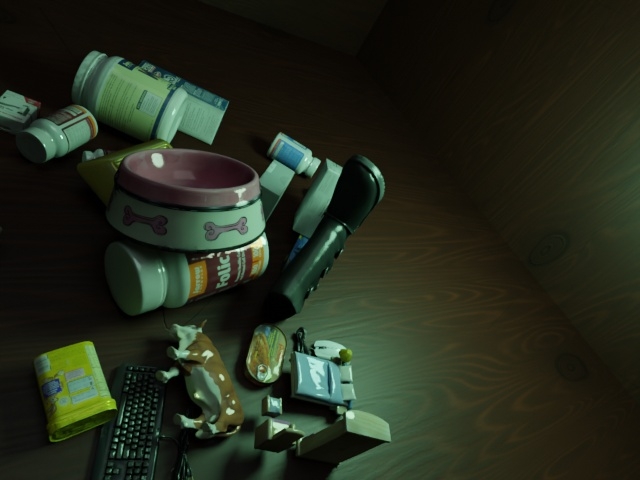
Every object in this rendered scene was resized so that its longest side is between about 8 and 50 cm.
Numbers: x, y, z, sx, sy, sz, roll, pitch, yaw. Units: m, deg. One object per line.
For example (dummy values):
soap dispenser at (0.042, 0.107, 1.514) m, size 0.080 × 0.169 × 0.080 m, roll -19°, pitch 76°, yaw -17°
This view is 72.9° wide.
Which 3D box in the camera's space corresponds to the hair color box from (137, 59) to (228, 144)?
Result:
hair color box at (-0.561, -0.541, 1.715) m, size 0.348 × 0.174 × 0.105 m, roll 23°, pitch 38°, yaw -18°

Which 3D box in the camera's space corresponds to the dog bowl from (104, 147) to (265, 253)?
dog bowl at (-0.338, -0.123, 1.134) m, size 0.409 × 0.150 × 0.408 m, roll 10°, pitch 24°, yaw -4°

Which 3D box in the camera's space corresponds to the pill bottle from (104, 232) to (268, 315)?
pill bottle at (-0.354, 0.054, 1.192) m, size 0.392 × 0.224 × 0.224 m, roll -18°, pitch 62°, yaw -47°

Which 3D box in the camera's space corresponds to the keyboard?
keyboard at (-0.368, 0.422, 0.945) m, size 0.202 × 0.033 × 0.317 m, roll 16°, pitch 42°, yaw -25°

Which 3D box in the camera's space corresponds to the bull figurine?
bull figurine at (-0.287, 0.321, 1.026) m, size 0.310 × 0.101 × 0.188 m, roll 55°, pitch 14°, yaw 15°

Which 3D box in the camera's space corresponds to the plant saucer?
plant saucer at (-0.506, -0.166, 1.355) m, size 0.332 × 0.081 × 0.333 m, roll 53°, pitch 37°, yaw -6°

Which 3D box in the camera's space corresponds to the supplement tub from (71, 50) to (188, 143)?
supplement tub at (-0.664, -0.494, 1.532) m, size 0.325 × 0.235 × 0.235 m, roll 24°, pitch 38°, yaw -16°

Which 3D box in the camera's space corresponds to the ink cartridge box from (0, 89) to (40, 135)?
ink cartridge box at (-0.950, -0.395, 1.347) m, size 0.099 × 0.056 × 0.135 m, roll 19°, pitch 40°, yaw -23°

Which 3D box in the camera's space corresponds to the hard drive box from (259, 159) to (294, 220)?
hard drive box at (-0.198, -0.138, 1.517) m, size 0.089 × 0.232 × 0.181 m, roll 31°, pitch 36°, yaw -7°

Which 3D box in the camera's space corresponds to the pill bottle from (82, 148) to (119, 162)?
pill bottle at (-0.669, -0.245, 1.382) m, size 0.152 × 0.086 × 0.086 m, roll 0°, pitch 50°, yaw -39°

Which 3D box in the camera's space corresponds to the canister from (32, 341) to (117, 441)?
canister at (-0.517, 0.309, 0.908) m, size 0.126 × 0.073 × 0.169 m, roll -14°, pitch 57°, yaw -36°

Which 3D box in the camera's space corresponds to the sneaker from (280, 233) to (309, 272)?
sneaker at (-0.075, 0.056, 1.541) m, size 0.082 × 0.069 × 0.209 m, roll 36°, pitch 36°, yaw -7°

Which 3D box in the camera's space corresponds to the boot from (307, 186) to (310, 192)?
boot at (0.006, -0.235, 1.921) m, size 0.137 × 0.076 × 0.197 m, roll 15°, pitch 40°, yaw -18°

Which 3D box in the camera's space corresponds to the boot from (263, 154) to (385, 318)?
boot at (0.000, 0.001, 1.298) m, size 0.146 × 0.367 × 0.445 m, roll 35°, pitch 65°, yaw 15°

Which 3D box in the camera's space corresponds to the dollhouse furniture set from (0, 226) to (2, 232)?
dollhouse furniture set at (-0.903, 0.011, 0.941) m, size 0.302 × 0.151 × 0.197 m, roll 30°, pitch 55°, yaw -38°

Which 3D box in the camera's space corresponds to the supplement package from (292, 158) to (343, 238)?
supplement package at (0.021, -0.147, 1.636) m, size 0.145 × 0.261 × 0.204 m, roll 28°, pitch 18°, yaw -11°

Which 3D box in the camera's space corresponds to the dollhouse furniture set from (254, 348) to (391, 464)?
dollhouse furniture set at (0.007, 0.374, 1.118) m, size 0.287 × 0.198 × 0.303 m, roll 26°, pitch 38°, yaw -28°

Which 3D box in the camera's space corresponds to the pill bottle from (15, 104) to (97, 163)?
pill bottle at (-0.807, -0.328, 1.334) m, size 0.121 × 0.121 × 0.221 m, roll 32°, pitch 37°, yaw -6°

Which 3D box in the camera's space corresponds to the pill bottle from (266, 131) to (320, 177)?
pill bottle at (-0.116, -0.372, 1.926) m, size 0.222 × 0.124 × 0.124 m, roll 31°, pitch 37°, yaw -7°

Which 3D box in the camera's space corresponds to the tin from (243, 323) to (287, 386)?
tin at (-0.154, 0.320, 1.219) m, size 0.106 × 0.040 × 0.189 m, roll 23°, pitch 39°, yaw -10°

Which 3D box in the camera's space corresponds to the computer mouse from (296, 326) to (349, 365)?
computer mouse at (0.016, 0.334, 1.332) m, size 0.193 × 0.042 × 0.106 m, roll 19°, pitch 39°, yaw -22°
